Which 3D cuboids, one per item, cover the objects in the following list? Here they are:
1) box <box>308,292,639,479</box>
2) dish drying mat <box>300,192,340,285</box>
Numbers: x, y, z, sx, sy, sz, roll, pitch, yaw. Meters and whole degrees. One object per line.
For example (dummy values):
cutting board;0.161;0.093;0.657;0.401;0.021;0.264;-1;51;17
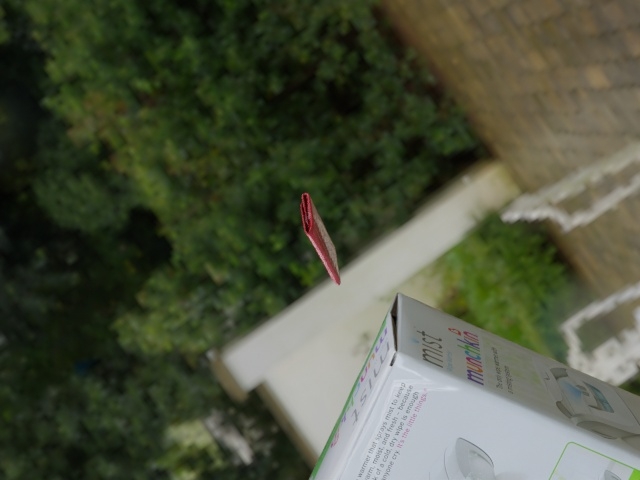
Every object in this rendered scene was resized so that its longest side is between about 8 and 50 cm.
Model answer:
box;0.097;0.206;1.016;0.231;0.262;0.127;23;-164;-3
dish drying mat;0.000;0.000;1.071;0.083;0.008;0.032;63;-165;-61
